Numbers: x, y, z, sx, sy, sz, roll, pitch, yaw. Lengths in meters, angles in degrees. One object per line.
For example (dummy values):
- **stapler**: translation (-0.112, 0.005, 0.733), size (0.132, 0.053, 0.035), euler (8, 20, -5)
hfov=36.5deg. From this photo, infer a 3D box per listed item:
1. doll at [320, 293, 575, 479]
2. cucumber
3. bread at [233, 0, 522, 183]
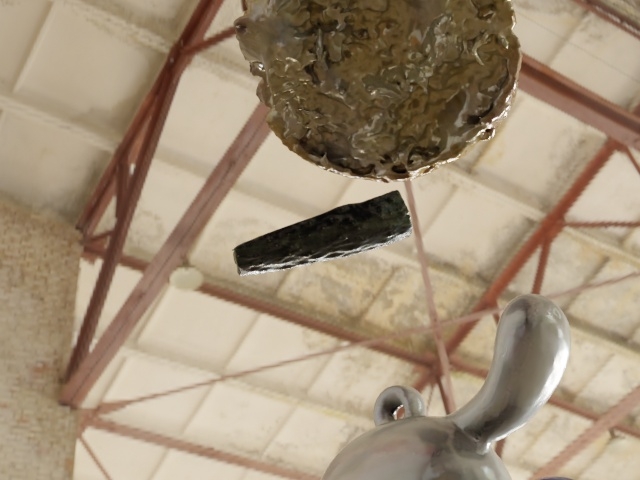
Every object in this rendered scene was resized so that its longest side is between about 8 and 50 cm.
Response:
- **doll**: translation (0.116, 0.284, 0.810), size (0.187, 0.366, 0.376), euler (3, -43, -25)
- **cucumber**: translation (0.001, 0.003, 1.138), size (0.211, 0.062, 0.078), euler (-21, -3, -14)
- **bread**: translation (0.058, -0.190, 0.931), size (0.274, 0.149, 0.274), euler (3, -55, 4)
